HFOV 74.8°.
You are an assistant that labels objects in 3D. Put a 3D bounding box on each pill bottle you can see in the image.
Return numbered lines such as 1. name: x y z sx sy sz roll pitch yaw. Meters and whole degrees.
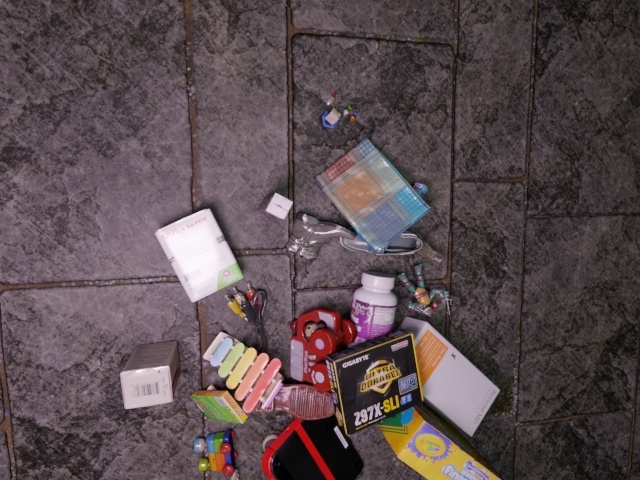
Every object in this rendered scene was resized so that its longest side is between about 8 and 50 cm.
1. pill bottle: 0.200 0.275 1.597 0.169 0.169 0.301 7 94 -13

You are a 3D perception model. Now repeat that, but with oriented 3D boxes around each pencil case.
1. pencil case: 0.349 -0.159 1.633 0.151 0.064 0.070 -49 119 -3

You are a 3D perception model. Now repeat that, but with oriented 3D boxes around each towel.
1. towel: 0.192 -0.170 1.557 0.271 0.040 0.370 -39 85 -6

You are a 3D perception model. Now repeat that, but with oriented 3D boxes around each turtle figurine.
1. turtle figurine: 0.403 0.218 1.662 0.175 0.118 0.234 -26 86 -23

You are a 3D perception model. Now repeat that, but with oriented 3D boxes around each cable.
1. cable: -0.250 0.295 1.578 0.140 0.072 0.287 -27 114 -25

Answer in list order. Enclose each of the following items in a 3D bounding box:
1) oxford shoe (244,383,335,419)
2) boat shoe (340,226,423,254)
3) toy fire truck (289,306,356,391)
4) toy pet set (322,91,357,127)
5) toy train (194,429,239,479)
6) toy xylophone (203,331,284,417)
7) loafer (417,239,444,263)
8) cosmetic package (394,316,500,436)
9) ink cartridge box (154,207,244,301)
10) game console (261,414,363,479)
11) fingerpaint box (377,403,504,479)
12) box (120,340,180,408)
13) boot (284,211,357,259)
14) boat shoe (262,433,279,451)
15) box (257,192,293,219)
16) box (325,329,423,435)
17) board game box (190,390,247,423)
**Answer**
1. oxford shoe: -0.111 0.595 1.592 0.349 0.130 0.122 13 78 -8
2. boat shoe: 0.237 -0.001 1.600 0.320 0.099 0.116 4 99 -5
3. toy fire truck: -0.015 0.394 1.543 0.169 0.254 0.302 -12 104 -53
4. toy pet set: 0.058 -0.464 1.550 0.122 0.065 0.114 39 53 -16
5. toy train: -0.390 0.847 1.579 0.144 0.105 0.247 -5 98 -1
6. toy xylophone: -0.282 0.487 1.494 0.323 0.081 0.236 22 79 22
7. loafer: 0.427 0.042 1.682 0.148 0.050 0.056 38 97 2
8. cosmetic package: 0.469 0.537 1.671 0.453 0.161 0.230 42 76 -14
9. ink cartridge box: -0.418 0.045 1.467 0.199 0.115 0.272 -26 101 -9
10. game console: -0.021 0.861 1.616 0.342 0.060 0.386 -38 106 -37
11. fingerpaint box: 0.421 0.771 1.600 0.445 0.371 0.163 40 87 -14
12. box: -0.568 0.448 1.421 0.149 0.232 0.126 -5 98 -11
13. boot: 0.000 0.000 1.567 0.247 0.083 0.161 17 97 2
14. boat shoe: -0.106 0.871 1.640 0.285 0.092 0.103 42 87 -13
15. box: -0.157 -0.112 1.397 0.067 0.324 0.063 29 87 -14
16. box: 0.189 0.477 1.433 0.322 0.079 0.257 -11 96 -26
17. board game box: -0.371 0.592 1.497 0.124 0.259 0.039 57 45 -12
